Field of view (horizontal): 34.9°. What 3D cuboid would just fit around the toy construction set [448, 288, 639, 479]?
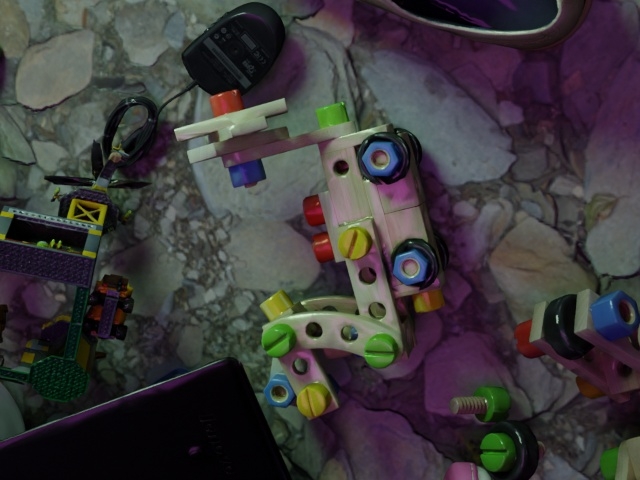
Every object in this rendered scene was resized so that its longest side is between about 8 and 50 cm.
[{"bbox_3d":[0.320,0.146,0.882,0.237,0.257,0.309,6,131,-31],"label":"toy construction set"}]

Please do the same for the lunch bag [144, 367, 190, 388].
[{"bbox_3d":[-0.157,0.179,1.069,0.098,0.065,0.067,-31,114,21],"label":"lunch bag"}]

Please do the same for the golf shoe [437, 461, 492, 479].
[{"bbox_3d":[0.179,0.346,1.001,0.140,0.115,0.306,-4,115,5],"label":"golf shoe"}]

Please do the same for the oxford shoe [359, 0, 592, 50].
[{"bbox_3d":[0.042,-0.270,0.870,0.397,0.146,0.141,19,109,11],"label":"oxford shoe"}]

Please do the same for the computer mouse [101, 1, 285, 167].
[{"bbox_3d":[-0.129,-0.152,1.006,0.242,0.041,0.071,-33,110,24],"label":"computer mouse"}]

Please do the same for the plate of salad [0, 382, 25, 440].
[{"bbox_3d":[-0.428,0.214,1.158,0.199,0.048,0.200,1,108,4],"label":"plate of salad"}]

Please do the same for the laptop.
[{"bbox_3d":[-0.229,0.280,1.041,0.408,0.236,0.382,15,133,46],"label":"laptop"}]

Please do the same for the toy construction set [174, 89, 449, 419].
[{"bbox_3d":[0.000,0.000,0.954,0.215,0.151,0.328,-14,110,17],"label":"toy construction set"}]

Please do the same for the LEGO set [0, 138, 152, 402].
[{"bbox_3d":[-0.346,0.006,1.036,0.331,0.192,0.255,6,125,-6],"label":"LEGO set"}]
